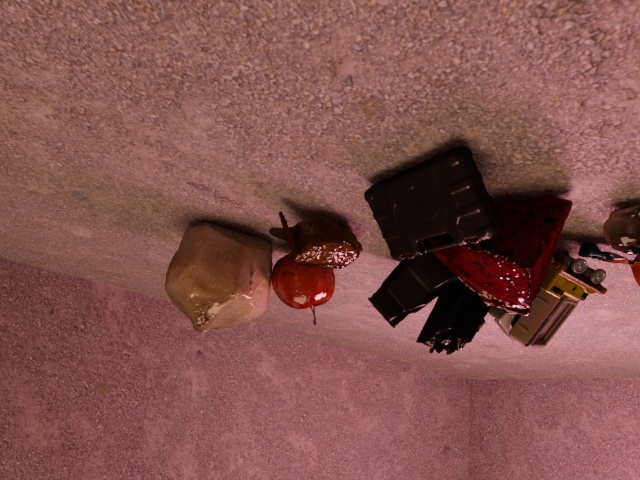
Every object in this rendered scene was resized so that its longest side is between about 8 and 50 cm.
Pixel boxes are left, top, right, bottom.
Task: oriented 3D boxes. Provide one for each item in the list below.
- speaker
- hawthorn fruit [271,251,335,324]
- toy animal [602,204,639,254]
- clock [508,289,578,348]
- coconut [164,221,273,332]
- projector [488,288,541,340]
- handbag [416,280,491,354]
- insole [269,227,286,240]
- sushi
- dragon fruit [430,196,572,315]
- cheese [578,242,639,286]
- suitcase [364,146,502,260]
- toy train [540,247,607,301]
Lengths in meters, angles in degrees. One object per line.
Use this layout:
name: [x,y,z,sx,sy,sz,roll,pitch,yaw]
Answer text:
speaker: [0.299,0.136,1.338,0.180,0.184,0.388,47,161,14]
hawthorn fruit: [-0.048,0.168,1.499,0.241,0.272,0.242,-15,160,-5]
toy animal: [0.773,0.004,0.939,0.168,0.233,0.121,-36,158,4]
clock: [0.674,0.233,1.259,0.146,0.192,0.071,15,-159,-43]
coconut: [-0.365,0.154,1.509,0.404,0.405,0.405,9,157,4]
projector: [0.654,0.176,1.314,0.257,0.259,0.079,39,-175,-48]
handbag: [0.444,0.208,1.313,0.121,0.329,0.303,33,159,8]
insole: [-0.021,0.003,1.466,0.327,0.007,0.111,14,158,-8]
sushi: [0.002,0.002,1.289,0.296,0.179,0.167,3,137,-22]
dragon fruit: [0.471,0.025,1.089,0.285,0.228,0.329,17,158,41]
cheese: [0.854,0.069,1.073,0.329,0.130,0.217,15,180,26]
suitcase: [0.247,-0.074,0.962,0.066,0.207,0.285,-29,-174,-40]
toy train: [0.680,0.102,1.140,0.219,0.127,0.089,24,-163,-19]
